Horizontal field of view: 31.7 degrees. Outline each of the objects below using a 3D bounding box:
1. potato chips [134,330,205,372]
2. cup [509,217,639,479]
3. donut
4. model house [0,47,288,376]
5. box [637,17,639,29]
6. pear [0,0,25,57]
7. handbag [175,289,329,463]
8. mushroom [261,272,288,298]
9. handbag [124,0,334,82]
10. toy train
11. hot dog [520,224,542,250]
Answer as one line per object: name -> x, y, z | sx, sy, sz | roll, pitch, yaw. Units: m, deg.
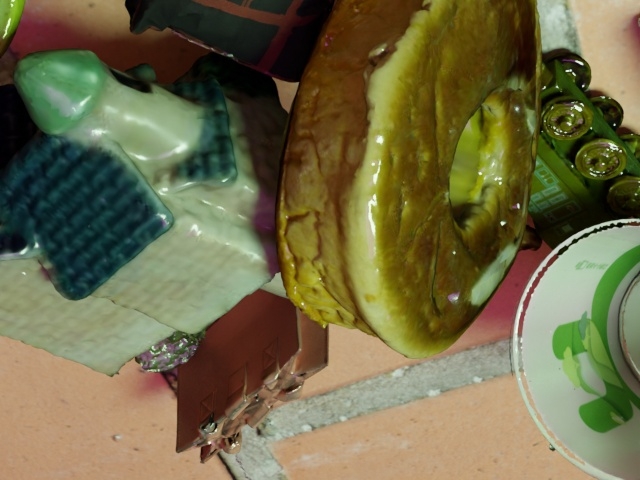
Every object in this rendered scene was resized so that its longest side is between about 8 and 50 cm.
potato chips -> -0.192, 0.055, 1.234 | 0.142, 0.026, 0.209 | 10, 122, -1
cup -> 0.357, 0.099, 1.136 | 0.253, 0.253, 0.274 | -40, 163, 27
donut -> 0.077, -0.073, 0.941 | 0.160, 0.330, 0.330 | 16, 144, 36
model house -> -0.211, -0.051, 0.958 | 0.284, 0.243, 0.298 | 19, 135, -42
box -> 0.442, -0.135, 1.068 | 0.195, 0.111, 0.260 | -25, 130, 15
pear -> -0.343, -0.283, 0.869 | 0.288, 0.139, 0.239 | 15, 108, 0
handbag -> -0.076, 0.135, 1.234 | 0.059, 0.157, 0.212 | 32, 123, -28
mushroom -> 0.000, 0.000, 1.148 | 0.350, 0.128, 0.128 | 4, 131, -5
handbag -> -0.053, -0.246, 0.900 | 0.169, 0.155, 0.215 | 11, 126, -20
toy train -> 0.238, -0.083, 1.115 | 0.137, 0.090, 0.225 | -27, 124, 33
hot dog -> 0.197, -0.005, 1.165 | 0.049, 0.037, 0.122 | -4, 178, 25
